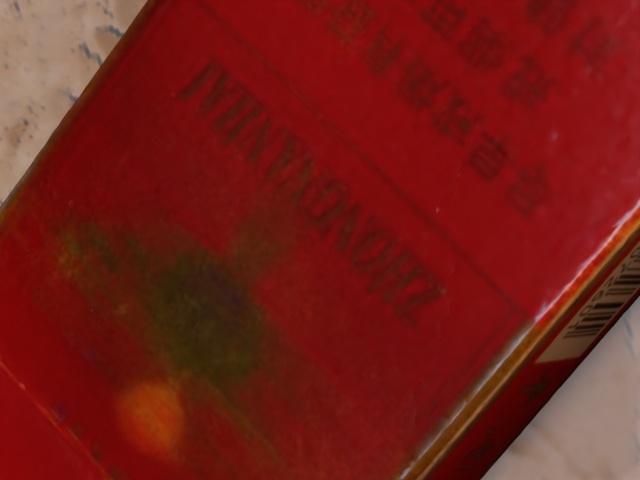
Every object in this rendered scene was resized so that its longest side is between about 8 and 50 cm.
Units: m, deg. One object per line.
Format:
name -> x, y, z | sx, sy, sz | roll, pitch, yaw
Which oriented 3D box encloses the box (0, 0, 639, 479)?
box -> 0.000, -0.001, 0.624 | 0.197, 0.089, 0.313 | 45, 106, 20
